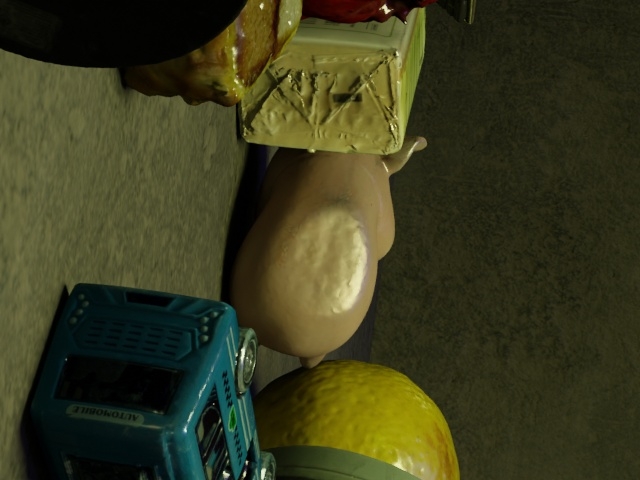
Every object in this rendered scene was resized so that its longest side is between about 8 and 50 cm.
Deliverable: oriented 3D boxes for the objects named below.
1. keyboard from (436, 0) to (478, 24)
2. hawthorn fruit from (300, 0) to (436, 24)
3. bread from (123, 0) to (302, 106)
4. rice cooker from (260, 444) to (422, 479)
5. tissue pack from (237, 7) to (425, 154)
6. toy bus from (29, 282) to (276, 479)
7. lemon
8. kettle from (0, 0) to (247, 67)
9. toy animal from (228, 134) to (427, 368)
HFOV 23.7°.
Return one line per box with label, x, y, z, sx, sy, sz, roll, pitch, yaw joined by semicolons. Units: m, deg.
keyboard;0.072;-0.351;1.634;0.317;0.027;0.106;49;-29;38
hawthorn fruit;0.038;-0.339;1.291;0.265;0.265;0.307;39;35;-81
bread;-0.069;-0.214;1.039;0.181;0.096;0.222;-54;150;-59
rice cooker;-0.012;0.320;1.162;0.277;0.288;0.288;-67;162;-51
tissue pack;0.016;-0.189;1.514;0.234;0.159;0.125;-73;165;-59
toy bus;-0.104;0.145;0.986;0.246;0.113;0.134;85;17;-47
lemon;0.024;0.243;1.553;0.267;0.267;0.267;5;90;-83
kettle;-0.103;-0.202;0.685;0.221;0.161;0.236;131;-28;-51
toy animal;-0.008;-0.006;1.510;0.154;0.166;0.250;121;-14;-59
